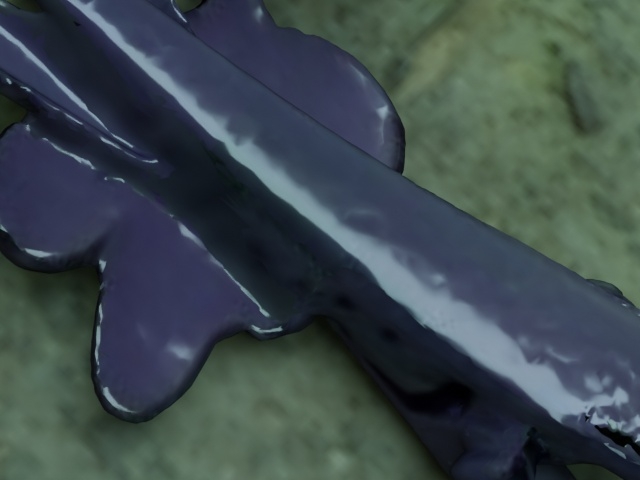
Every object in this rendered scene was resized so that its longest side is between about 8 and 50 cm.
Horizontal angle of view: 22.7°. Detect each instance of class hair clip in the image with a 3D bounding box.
[{"bbox_3d":[0.000,0.007,0.446,0.278,0.090,0.137,34,67,5],"label":"hair clip"}]
